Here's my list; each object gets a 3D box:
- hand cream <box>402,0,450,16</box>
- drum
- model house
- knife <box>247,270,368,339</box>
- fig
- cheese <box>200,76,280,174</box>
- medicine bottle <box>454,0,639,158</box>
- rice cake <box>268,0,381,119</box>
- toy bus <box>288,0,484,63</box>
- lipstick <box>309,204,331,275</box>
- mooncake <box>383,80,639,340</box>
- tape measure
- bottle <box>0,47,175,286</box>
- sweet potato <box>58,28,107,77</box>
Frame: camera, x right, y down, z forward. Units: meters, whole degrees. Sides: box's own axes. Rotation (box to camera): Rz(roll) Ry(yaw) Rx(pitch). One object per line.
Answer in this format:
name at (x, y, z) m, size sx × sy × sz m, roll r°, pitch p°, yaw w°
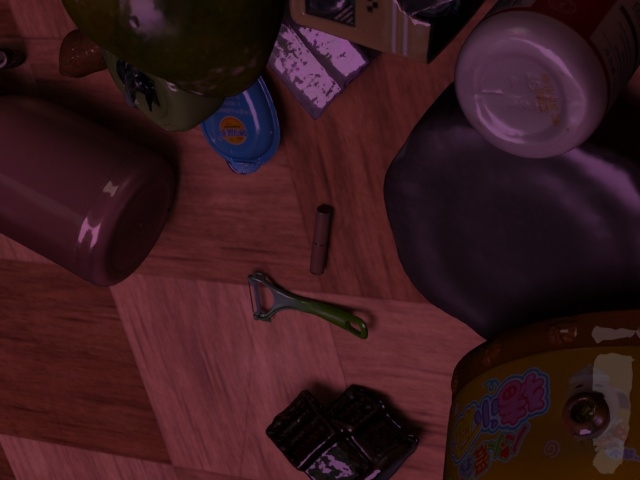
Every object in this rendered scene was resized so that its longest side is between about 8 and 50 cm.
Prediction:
hand cream at (0.041, -0.329, 1.186) m, size 0.121 × 0.076 × 0.336 m, roll -14°, pitch 122°, yaw 37°
drum at (0.319, 0.244, 1.448) m, size 0.431 × 0.214 × 0.431 m, roll 6°, pitch 153°, yaw 3°
model house at (0.023, 0.248, 1.866) m, size 0.165 × 0.106 × 0.152 m, roll -44°, pitch 81°, yaw 10°
knife at (-0.013, 0.082, 1.800) m, size 0.166 × 0.023 × 0.078 m, roll 14°, pitch 136°, yaw 26°
fig at (-0.128, -0.297, 1.432) m, size 0.233 × 0.314 × 0.233 m, roll 7°, pitch 166°, yaw 2°
cheese at (-0.098, -0.187, 1.643) m, size 0.106 × 0.037 × 0.256 m, roll 7°, pitch 120°, yaw 27°
medicine bottle at (0.216, -0.180, 1.288) m, size 0.131 × 0.250 × 0.131 m, roll 18°, pitch 131°, yaw 22°
rice cake at (-0.059, -0.270, 1.537) m, size 0.106 × 0.050 × 0.298 m, roll -34°, pitch 101°, yaw 36°
toy bus at (0.066, -0.354, 1.307) m, size 0.201 × 0.177 × 0.365 m, roll 17°, pitch 130°, yaw 22°
lipstick at (0.000, 0.000, 1.732) m, size 0.019 × 0.019 × 0.094 m, roll 23°, pitch 133°, yaw 17°
mooncake at (0.220, -0.033, 1.468) m, size 0.306 × 0.154 × 0.306 m, roll 17°, pitch 131°, yaw 21°
tape measure at (-0.171, -0.188, 1.602) m, size 0.154 × 0.087 × 0.177 m, roll 38°, pitch 155°, yaw 24°
bottle at (-0.328, -0.096, 1.783) m, size 0.296 × 0.173 × 0.206 m, roll 27°, pitch 102°, yaw 16°
sweet potato at (-0.234, -0.239, 1.680) m, size 0.065 × 0.051 × 0.218 m, roll 35°, pitch 136°, yaw -15°
